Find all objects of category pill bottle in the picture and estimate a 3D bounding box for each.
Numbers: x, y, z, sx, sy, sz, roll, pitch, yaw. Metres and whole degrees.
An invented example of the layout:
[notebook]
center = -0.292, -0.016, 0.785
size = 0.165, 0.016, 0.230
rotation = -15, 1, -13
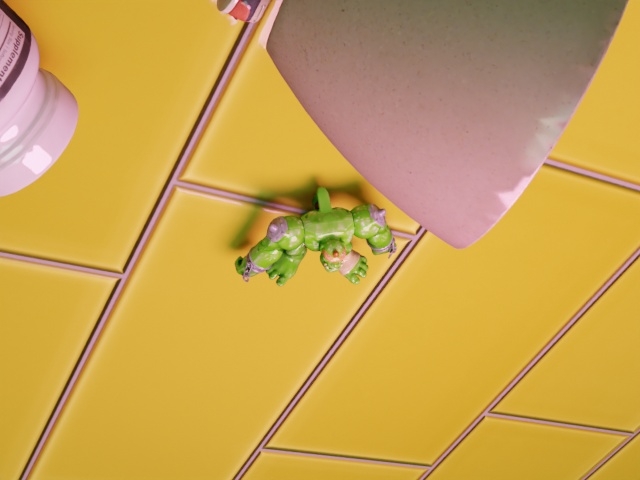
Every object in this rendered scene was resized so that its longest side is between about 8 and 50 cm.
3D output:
[pill bottle]
center = -0.349, -0.168, 0.848
size = 0.162, 0.162, 0.278
rotation = -27, 137, 14

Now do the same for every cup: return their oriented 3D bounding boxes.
[cup]
center = 0.092, -0.190, 0.866
size = 0.237, 0.331, 0.331
rotation = 26, 128, -5

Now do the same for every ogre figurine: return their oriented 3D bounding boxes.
[ogre figurine]
center = 0.000, 0.000, 1.176
size = 0.197, 0.097, 0.118
rotation = 9, 153, -3

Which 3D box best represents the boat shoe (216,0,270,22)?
[boat shoe]
center = -0.045, -0.259, 0.916
size = 0.043, 0.049, 0.137
rotation = 17, 132, -33
